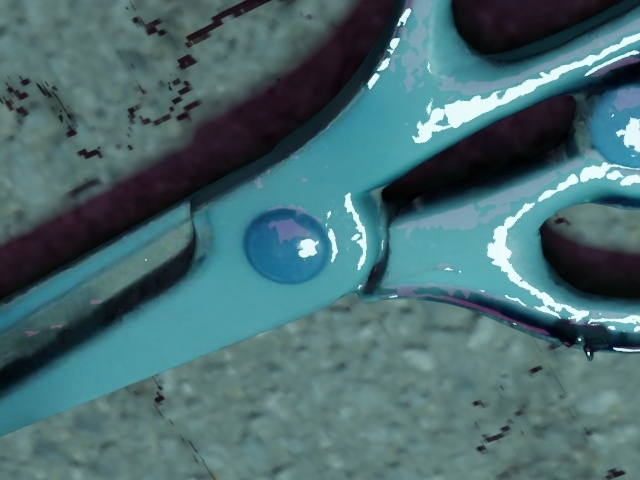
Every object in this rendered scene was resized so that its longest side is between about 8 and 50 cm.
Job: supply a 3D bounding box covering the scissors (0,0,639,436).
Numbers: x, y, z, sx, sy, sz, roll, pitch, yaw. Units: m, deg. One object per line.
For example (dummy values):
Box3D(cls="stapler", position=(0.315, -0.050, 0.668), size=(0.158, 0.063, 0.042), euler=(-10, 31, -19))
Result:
Box3D(cls="scissors", position=(0.000, 0.000, 0.657), size=(0.393, 0.032, 0.180), euler=(-25, 109, 21))
